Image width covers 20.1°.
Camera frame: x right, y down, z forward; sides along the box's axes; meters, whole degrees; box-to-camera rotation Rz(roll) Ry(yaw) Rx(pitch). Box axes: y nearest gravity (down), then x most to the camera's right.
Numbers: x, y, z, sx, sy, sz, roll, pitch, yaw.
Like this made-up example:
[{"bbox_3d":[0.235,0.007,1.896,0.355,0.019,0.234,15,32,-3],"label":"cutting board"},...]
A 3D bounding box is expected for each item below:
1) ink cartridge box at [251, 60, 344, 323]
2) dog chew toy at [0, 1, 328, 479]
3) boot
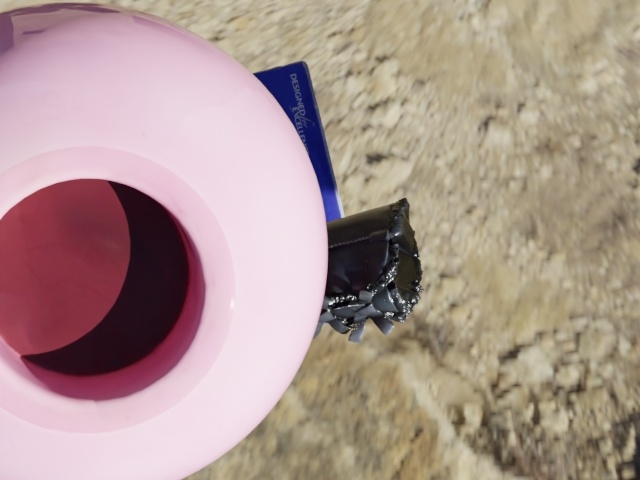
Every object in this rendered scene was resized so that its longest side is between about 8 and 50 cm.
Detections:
[{"bbox_3d":[-0.151,-0.002,1.243,0.371,0.069,0.175,-10,97,33],"label":"ink cartridge box"},{"bbox_3d":[-0.114,-0.009,0.823,0.207,0.332,0.206,-2,100,-10],"label":"dog chew toy"},{"bbox_3d":[0.000,-0.001,0.914,0.099,0.121,0.045,-14,139,20],"label":"boot"}]
